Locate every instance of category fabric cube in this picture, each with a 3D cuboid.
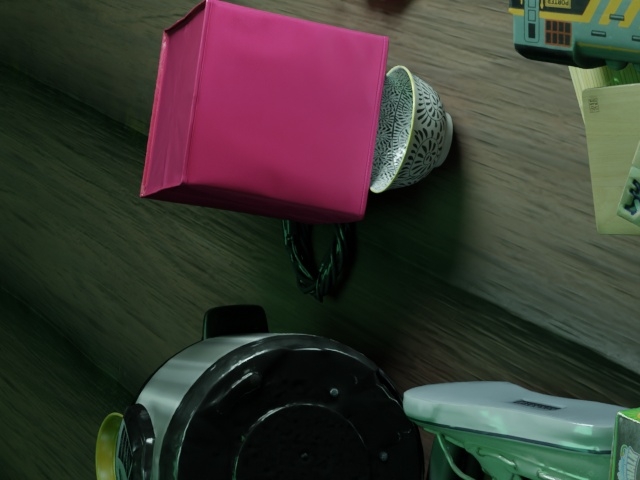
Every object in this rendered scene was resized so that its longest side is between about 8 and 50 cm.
[{"bbox_3d":[-0.083,-0.166,2.067,0.259,0.258,0.254,176,102,-71],"label":"fabric cube"}]

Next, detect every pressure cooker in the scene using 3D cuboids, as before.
[{"bbox_3d":[-0.086,0.312,2.078,0.370,0.375,0.420,-52,13,-13],"label":"pressure cooker"}]

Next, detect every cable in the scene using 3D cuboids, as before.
[{"bbox_3d":[0.000,0.000,2.240,0.150,0.047,0.185,-23,69,51],"label":"cable"}]

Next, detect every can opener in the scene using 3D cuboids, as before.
[{"bbox_3d":[0.148,0.377,2.004,0.095,0.076,0.284,31,117,52],"label":"can opener"}]

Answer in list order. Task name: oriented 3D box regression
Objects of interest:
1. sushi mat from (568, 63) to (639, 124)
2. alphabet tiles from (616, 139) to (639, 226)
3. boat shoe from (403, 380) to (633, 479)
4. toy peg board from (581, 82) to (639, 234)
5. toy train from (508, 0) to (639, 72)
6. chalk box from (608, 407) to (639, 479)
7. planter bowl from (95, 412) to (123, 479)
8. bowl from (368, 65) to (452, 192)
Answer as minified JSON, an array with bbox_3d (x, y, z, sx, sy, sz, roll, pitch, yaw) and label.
[{"bbox_3d":[0.326,-0.246,1.712,0.151,0.019,0.317,-36,62,56],"label":"sushi mat"},{"bbox_3d":[0.453,-0.028,1.448,0.342,0.011,0.285,31,120,32],"label":"alphabet tiles"},{"bbox_3d":[0.241,0.264,1.814,0.367,0.135,0.157,5,100,48],"label":"boat shoe"},{"bbox_3d":[0.369,-0.091,1.595,0.161,0.079,0.161,1,101,56],"label":"toy peg board"},{"bbox_3d":[0.336,-0.269,1.575,0.334,0.142,0.190,16,116,45],"label":"toy train"},{"bbox_3d":[0.388,0.247,1.563,0.213,0.132,0.132,22,112,56],"label":"chalk box"},{"bbox_3d":[-0.327,0.417,2.743,0.217,0.090,0.217,10,102,57],"label":"planter bowl"},{"bbox_3d":[0.123,-0.139,1.974,0.170,0.080,0.170,-171,90,-72],"label":"bowl"}]
